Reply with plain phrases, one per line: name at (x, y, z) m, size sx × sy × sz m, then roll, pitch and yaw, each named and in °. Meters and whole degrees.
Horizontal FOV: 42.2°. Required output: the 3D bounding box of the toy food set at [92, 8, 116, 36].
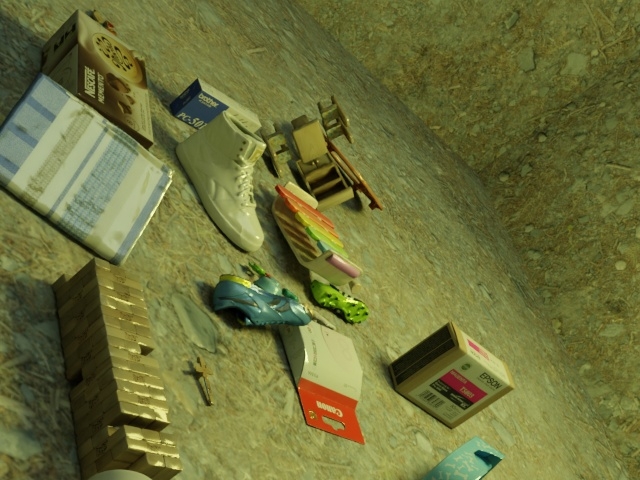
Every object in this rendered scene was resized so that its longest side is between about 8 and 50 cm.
toy food set at (-0.485, -0.471, 1.863) m, size 0.078 × 0.019 × 0.122 m, roll 40°, pitch 16°, yaw -29°

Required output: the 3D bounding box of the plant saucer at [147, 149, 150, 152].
plant saucer at (-0.384, -0.232, 1.679) m, size 0.067 × 0.018 × 0.192 m, roll 30°, pitch 29°, yaw -44°

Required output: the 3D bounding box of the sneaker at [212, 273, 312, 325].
sneaker at (-0.111, 0.136, 1.559) m, size 0.209 × 0.069 × 0.082 m, roll 25°, pitch 60°, yaw -29°

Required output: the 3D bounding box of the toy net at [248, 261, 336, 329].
toy net at (-0.063, 0.132, 1.720) m, size 0.232 × 0.045 × 0.122 m, roll 41°, pitch -4°, yaw -33°

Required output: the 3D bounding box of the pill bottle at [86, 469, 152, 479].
pill bottle at (-0.220, 0.371, 0.854) m, size 0.146 × 0.146 × 0.264 m, roll 39°, pitch 23°, yaw -29°

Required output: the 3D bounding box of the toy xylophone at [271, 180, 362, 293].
toy xylophone at (0.000, 0.000, 1.948) m, size 0.236 × 0.081 × 0.322 m, roll 31°, pitch 18°, yaw -46°

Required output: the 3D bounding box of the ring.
ring at (0.067, -0.212, 2.434) m, size 0.336 × 0.032 × 0.336 m, roll 49°, pitch 1°, yaw -1°

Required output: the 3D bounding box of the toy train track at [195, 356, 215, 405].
toy train track at (-0.188, 0.228, 1.339) m, size 0.048 × 0.014 × 0.083 m, roll 31°, pitch 34°, yaw -57°

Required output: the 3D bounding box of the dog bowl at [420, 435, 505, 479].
dog bowl at (0.272, 0.480, 1.679) m, size 0.074 × 0.166 × 0.297 m, roll 47°, pitch 19°, yaw 19°

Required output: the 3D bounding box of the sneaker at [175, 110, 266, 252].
sneaker at (-0.170, -0.133, 1.747) m, size 0.292 × 0.169 × 0.108 m, roll 57°, pitch 20°, yaw 10°

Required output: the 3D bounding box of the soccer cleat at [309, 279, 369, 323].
soccer cleat at (0.046, 0.137, 1.908) m, size 0.179 × 0.060 × 0.072 m, roll 32°, pitch 16°, yaw -41°

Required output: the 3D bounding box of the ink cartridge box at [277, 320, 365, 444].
ink cartridge box at (0.020, 0.270, 1.639) m, size 0.189 × 0.066 × 0.232 m, roll 31°, pitch 25°, yaw -43°

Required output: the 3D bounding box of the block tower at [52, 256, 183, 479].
block tower at (-0.280, 0.175, 1.124) m, size 0.091 × 0.097 × 0.335 m, roll 28°, pitch 30°, yaw -47°

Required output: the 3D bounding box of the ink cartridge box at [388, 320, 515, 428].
ink cartridge box at (0.310, 0.321, 1.953) m, size 0.235 × 0.193 × 0.088 m, roll 37°, pitch 25°, yaw -32°

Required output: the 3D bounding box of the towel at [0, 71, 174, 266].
towel at (-0.386, -0.112, 1.341) m, size 0.285 × 0.034 × 0.209 m, roll 39°, pitch 57°, yaw -27°

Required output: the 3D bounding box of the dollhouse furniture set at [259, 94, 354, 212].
dollhouse furniture set at (-0.010, -0.211, 2.154) m, size 0.242 × 0.212 × 0.161 m, roll 69°, pitch -6°, yaw -60°

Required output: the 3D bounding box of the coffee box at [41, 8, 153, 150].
coffee box at (-0.416, -0.270, 1.532) m, size 0.168 × 0.119 × 0.297 m, roll 35°, pitch 26°, yaw -37°

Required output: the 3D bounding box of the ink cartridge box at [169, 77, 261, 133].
ink cartridge box at (-0.244, -0.295, 1.956) m, size 0.207 × 0.097 × 0.046 m, roll 27°, pitch 32°, yaw -48°
